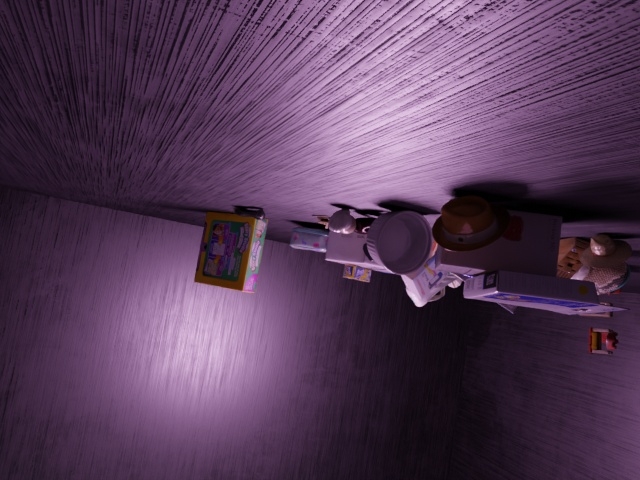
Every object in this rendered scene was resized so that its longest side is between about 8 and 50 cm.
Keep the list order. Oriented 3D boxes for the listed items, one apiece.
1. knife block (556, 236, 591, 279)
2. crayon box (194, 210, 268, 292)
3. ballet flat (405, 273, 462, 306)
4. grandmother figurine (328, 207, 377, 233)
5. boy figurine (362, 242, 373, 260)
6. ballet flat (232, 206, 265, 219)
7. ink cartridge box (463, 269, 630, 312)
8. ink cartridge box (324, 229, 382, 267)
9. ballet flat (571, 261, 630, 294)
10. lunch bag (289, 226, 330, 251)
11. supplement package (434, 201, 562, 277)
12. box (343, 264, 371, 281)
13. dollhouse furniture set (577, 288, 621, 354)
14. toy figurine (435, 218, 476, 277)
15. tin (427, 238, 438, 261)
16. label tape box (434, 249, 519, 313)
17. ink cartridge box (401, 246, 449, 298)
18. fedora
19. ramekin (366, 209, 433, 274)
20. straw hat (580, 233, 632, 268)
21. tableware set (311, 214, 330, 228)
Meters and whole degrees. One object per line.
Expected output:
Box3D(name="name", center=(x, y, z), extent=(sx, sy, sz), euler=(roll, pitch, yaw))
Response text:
Box3D(name="knife block", center=(0.763, 0.051, 1.714), extent=(0.088, 0.275, 0.242), euler=(17, -148, -19))
Box3D(name="crayon box", center=(-0.438, 0.052, 2.439), extent=(0.314, 0.362, 0.106), euler=(7, 174, 29))
Box3D(name="ballet flat", center=(0.566, 0.182, 2.309), extent=(0.401, 0.139, 0.139), euler=(-26, -171, -22))
Box3D(name="grandmother figurine", center=(0.193, -0.043, 1.764), extent=(0.343, 0.103, 0.208), euler=(8, 167, -18))
Box3D(name="boy figurine", center=(0.307, 0.023, 2.007), extent=(0.286, 0.092, 0.177), euler=(-2, 139, -33))
Box3D(name="ballet flat", center=(-0.302, -0.125, 2.125), extent=(0.173, 0.049, 0.058), euler=(12, -156, 32))
Box3D(name="ink cartridge box", center=(0.565, 0.137, 1.303), extent=(0.308, 0.072, 0.303), euler=(6, 170, 2))
Box3D(name="ink cartridge box", center=(0.262, 0.049, 2.235), extent=(0.395, 0.166, 0.286), euler=(13, 174, -34))
Box3D(name="ballet flat", center=(0.921, 0.110, 1.862), extent=(0.182, 0.163, 0.483), euler=(19, 178, 0))
Box3D(name="lunch bag", center=(0.000, 0.000, 2.396), extent=(0.224, 0.107, 0.279), euler=(7, 180, 23))
Box3D(name="supplement package", center=(0.480, 0.011, 1.379), extent=(0.293, 0.177, 0.175), euler=(8, 172, 9))
Box3D(name="box", center=(0.165, 0.147, 2.228), extent=(0.054, 0.059, 0.169), euler=(6, 174, 32))
Box3D(name="dollhouse furniture set", center=(1.135, 0.279, 2.069), extent=(0.152, 0.373, 0.201), euler=(-1, 167, 42))
Box3D(name="toy figurine", center=(0.522, 0.066, 1.689), extent=(0.192, 0.217, 0.363), euler=(6, 173, 36))
Box3D(name="tin", center=(0.408, 0.033, 1.976), extent=(0.106, 0.040, 0.189), euler=(-13, 145, -14))
Box3D(name="label tape box", center=(0.608, 0.109, 1.902), extent=(0.334, 0.105, 0.240), euler=(33, -161, 5))
Box3D(name="ink cartridge box", center=(0.454, 0.121, 2.119), extent=(0.093, 0.212, 0.154), euler=(43, 169, 46))
Box3D(name="fedora", center=(0.360, -0.056, 1.227), extent=(0.195, 0.194, 0.079), euler=(5, 136, 41))
Box3D(name="ramekin", center=(0.245, 0.000, 1.605), extent=(0.207, 0.206, 0.109), euler=(12, -177, -26))
Box3D(name="straw hat", center=(0.816, 0.016, 1.447), extent=(0.145, 0.144, 0.061), euler=(1, 129, 58))
Box3D(name="tableware set", center=(0.069, -0.068, 2.016), extent=(0.194, 0.039, 0.128), euler=(5, 173, 40))
